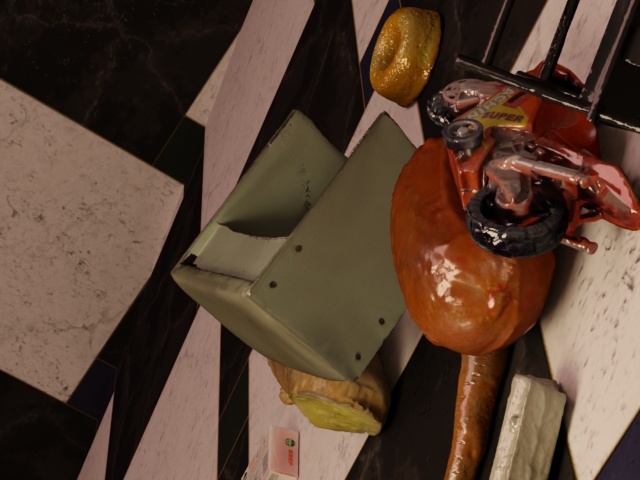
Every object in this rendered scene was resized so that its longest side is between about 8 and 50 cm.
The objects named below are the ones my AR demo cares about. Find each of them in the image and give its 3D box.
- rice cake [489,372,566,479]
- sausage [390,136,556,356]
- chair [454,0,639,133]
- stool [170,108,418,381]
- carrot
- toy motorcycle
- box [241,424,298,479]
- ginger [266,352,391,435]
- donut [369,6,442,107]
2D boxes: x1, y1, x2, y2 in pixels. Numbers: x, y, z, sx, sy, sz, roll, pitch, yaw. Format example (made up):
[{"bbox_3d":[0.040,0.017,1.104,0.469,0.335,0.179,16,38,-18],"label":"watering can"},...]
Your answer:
[{"bbox_3d":[0.168,0.240,1.450,0.057,0.052,0.256,47,-124,-72],"label":"rice cake"},{"bbox_3d":[0.146,0.003,1.604,0.268,0.153,0.141,-93,14,-56],"label":"sausage"},{"bbox_3d":[0.269,-0.165,1.393,0.260,0.141,0.154,26,102,31],"label":"chair"},{"bbox_3d":[0.000,0.000,1.902,0.269,0.170,0.244,-55,23,-12],"label":"stool"},{"bbox_3d":[0.149,0.175,1.623,0.047,0.047,0.191,163,119,-74],"label":"carrot"},{"bbox_3d":[0.193,-0.085,1.532,0.298,0.171,0.089,-102,6,-56],"label":"toy motorcycle"},{"bbox_3d":[-0.072,0.330,2.294,0.089,0.043,0.125,-89,21,-49],"label":"box"},{"bbox_3d":[0.011,0.151,2.037,0.190,0.126,0.354,-59,19,10],"label":"ginger"},{"bbox_3d":[0.114,-0.254,2.257,0.152,0.058,0.151,-163,90,-74],"label":"donut"}]
